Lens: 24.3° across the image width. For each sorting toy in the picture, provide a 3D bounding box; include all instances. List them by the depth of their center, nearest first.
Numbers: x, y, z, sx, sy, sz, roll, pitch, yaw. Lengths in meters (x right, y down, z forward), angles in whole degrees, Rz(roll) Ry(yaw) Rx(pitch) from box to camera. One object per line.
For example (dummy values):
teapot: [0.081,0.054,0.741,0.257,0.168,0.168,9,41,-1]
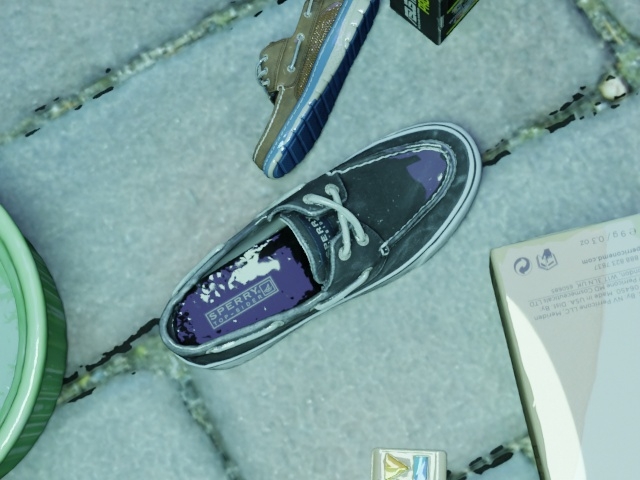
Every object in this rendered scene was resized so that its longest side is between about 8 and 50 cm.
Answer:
sorting toy: [0.070,0.211,1.198,0.062,0.012,0.083,2,81,5]

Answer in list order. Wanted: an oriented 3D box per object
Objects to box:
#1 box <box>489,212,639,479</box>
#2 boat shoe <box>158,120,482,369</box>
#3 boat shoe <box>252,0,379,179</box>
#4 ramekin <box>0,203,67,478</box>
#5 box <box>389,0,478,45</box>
box: [0.222,0.150,1.128,0.121,0.148,0.311,-13,79,4]
boat shoe: [0.000,0.000,1.190,0.301,0.102,0.108,-31,80,0]
boat shoe: [-0.017,-0.137,1.236,0.066,0.066,0.183,24,75,13]
ramekin: [-0.349,0.083,1.186,0.303,0.148,0.303,-1,82,5]
box: [0.158,-0.296,1.163,0.060,0.216,0.270,41,88,8]
